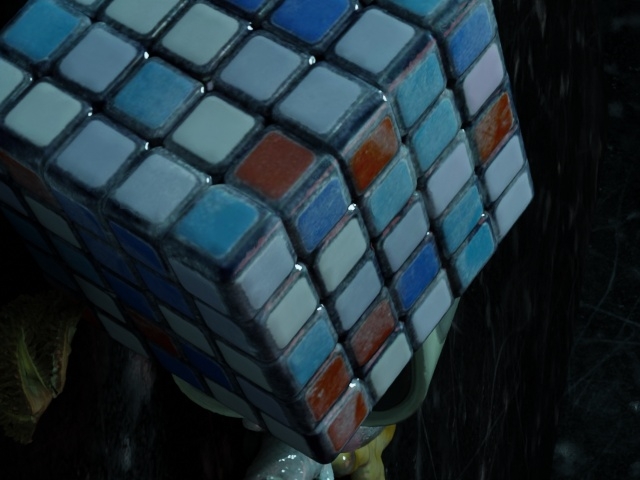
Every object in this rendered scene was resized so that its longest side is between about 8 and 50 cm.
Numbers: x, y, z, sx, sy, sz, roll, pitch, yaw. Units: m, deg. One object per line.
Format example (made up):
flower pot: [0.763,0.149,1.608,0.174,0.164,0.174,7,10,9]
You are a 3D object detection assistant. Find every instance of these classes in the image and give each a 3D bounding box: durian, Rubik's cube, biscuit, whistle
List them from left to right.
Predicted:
durian: [-0.212,0.077,1.360,0.110,0.071,0.140,-56,-170,37]
Rubik's cube: [-0.048,-0.064,1.377,0.292,0.293,0.287,-52,151,-18]
whistle: [-0.011,0.193,1.978,0.346,0.133,0.142,-55,129,-43]
biscuit: [0.050,0.240,2.309,0.208,0.047,0.164,61,36,-60]

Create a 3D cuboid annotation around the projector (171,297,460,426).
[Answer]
projector: [0.000,0.000,1.759,0.249,0.248,0.248,-64,151,-54]
